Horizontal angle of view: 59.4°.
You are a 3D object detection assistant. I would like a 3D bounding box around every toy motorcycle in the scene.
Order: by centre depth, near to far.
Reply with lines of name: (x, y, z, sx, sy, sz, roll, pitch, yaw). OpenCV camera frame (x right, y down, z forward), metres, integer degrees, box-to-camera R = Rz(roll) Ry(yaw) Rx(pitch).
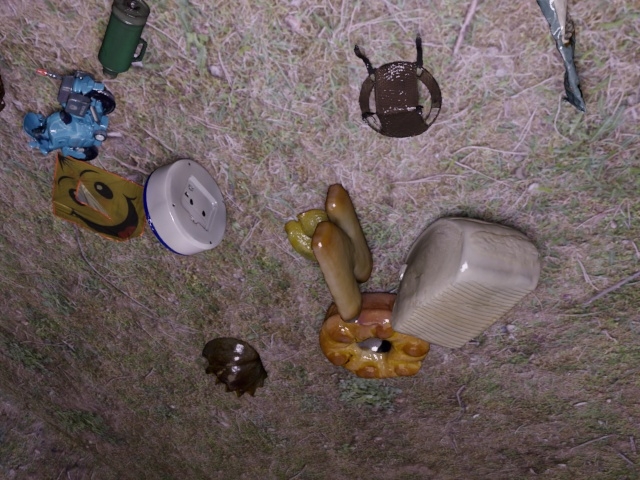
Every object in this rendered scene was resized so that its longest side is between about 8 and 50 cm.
toy motorcycle: (-0.603, -0.291, 1.342, 0.182, 0.123, 0.272, 14, 141, -29)

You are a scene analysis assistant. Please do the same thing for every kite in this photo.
kite: (-0.630, -0.118, 1.578, 0.378, 0.013, 0.327, -11, 128, 25)

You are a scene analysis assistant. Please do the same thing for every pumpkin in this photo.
pumpkin: (-0.288, 0.438, 1.932, 0.254, 0.130, 0.149, 28, 134, -9)

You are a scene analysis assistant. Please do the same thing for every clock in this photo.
clock: (-0.325, -0.081, 1.375, 0.083, 0.230, 0.230, -15, 127, 27)

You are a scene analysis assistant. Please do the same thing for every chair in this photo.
chair: (0.157, -0.294, 1.146, 0.174, 0.149, 0.213, -4, 173, 15)

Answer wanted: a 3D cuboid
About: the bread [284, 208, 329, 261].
bread: (0.000, 0.000, 1.484, 0.188, 0.065, 0.149, 39, 126, -18)

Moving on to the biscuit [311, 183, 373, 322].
biscuit: (0.061, 0.033, 1.378, 0.062, 0.236, 0.290, -6, 128, 23)

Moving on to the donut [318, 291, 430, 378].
donut: (0.161, 0.277, 1.640, 0.317, 0.150, 0.299, 24, 134, -7)

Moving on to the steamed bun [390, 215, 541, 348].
steamed bun: (0.333, 0.083, 1.357, 0.247, 0.236, 0.383, 15, 142, -12)

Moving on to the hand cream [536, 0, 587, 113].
hand cream: (0.440, -0.350, 1.025, 0.052, 0.075, 0.247, -8, 127, 28)

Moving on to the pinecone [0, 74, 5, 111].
pinecone: (-0.832, -0.355, 1.269, 0.203, 0.201, 0.229, -18, 152, -8)

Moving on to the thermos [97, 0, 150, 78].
thermos: (-0.422, -0.426, 1.194, 0.073, 0.083, 0.187, 45, 133, 2)
